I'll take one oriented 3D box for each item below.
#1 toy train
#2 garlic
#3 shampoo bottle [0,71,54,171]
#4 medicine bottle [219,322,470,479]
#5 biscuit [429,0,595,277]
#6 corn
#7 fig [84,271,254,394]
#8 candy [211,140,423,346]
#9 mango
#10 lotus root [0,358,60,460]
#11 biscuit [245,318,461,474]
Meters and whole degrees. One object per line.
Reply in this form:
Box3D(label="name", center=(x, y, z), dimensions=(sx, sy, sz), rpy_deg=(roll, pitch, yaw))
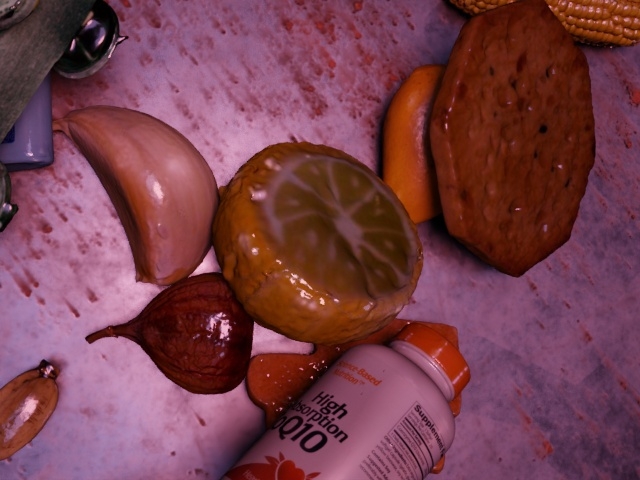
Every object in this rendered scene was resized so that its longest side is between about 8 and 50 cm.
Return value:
Box3D(label="toy train", center=(-0.381, -0.182, 0.678), dimensions=(0.253, 0.160, 0.397), rpy_deg=(38, 96, 19))
Box3D(label="garlic", center=(-0.214, -0.066, 0.796), dimensions=(0.164, 0.145, 0.245), rpy_deg=(-32, 92, 19))
Box3D(label="shampoo bottle", center=(-0.361, -0.213, 0.781), dimensions=(0.103, 0.061, 0.259), rpy_deg=(-4, 87, 22))
Box3D(label="medicine bottle", center=(0.039, 0.218, 0.725), dimensions=(0.288, 0.157, 0.157), rpy_deg=(-42, 97, -24))
Box3D(label="biscuit", center=(0.260, -0.131, 0.871), dimensions=(0.359, 0.046, 0.359), rpy_deg=(-6, 100, -39))
Box3D(label="corn", center=(0.334, -0.339, 0.941), dimensions=(0.317, 0.115, 0.115), rpy_deg=(8, 85, -10))
Box3D(label="fig", center=(-0.177, 0.100, 0.789), dimensions=(0.201, 0.134, 0.146), rpy_deg=(10, 75, -4))
Box3D(label="candy", center=(0.000, 0.000, 0.789), dimensions=(0.260, 0.118, 0.260), rpy_deg=(20, 47, -22))
Box3D(label="mango", center=(0.147, -0.122, 0.879), dimensions=(0.141, 0.102, 0.217), rpy_deg=(19, 93, -42))
Box3D(label="lotus root", center=(-0.352, 0.206, 0.769), dimensions=(0.072, 0.063, 0.152), rpy_deg=(37, 81, 30))
Box3D(label="biscuit", center=(0.066, 0.209, 0.848), dimensions=(0.306, 0.043, 0.284), rpy_deg=(-35, 73, -22))
